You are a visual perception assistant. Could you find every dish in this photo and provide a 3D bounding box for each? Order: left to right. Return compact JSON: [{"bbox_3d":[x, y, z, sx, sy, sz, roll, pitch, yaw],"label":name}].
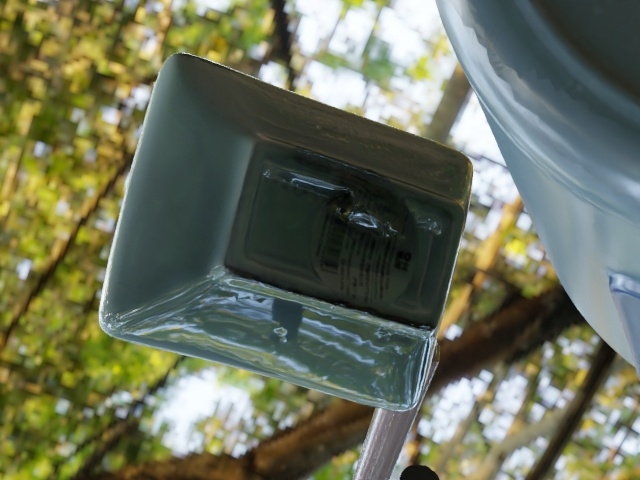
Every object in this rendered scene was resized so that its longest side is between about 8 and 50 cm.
[{"bbox_3d":[0.000,0.000,1.100,0.243,0.182,0.080,17,172,-31],"label":"dish"}]

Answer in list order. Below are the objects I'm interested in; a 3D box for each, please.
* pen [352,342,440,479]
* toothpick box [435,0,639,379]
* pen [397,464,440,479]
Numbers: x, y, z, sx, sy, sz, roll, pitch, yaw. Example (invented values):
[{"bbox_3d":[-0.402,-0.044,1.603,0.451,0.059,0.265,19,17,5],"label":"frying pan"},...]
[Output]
[{"bbox_3d":[0.057,0.120,1.298,0.032,0.197,0.053,20,-165,0],"label":"pen"},{"bbox_3d":[0.174,-0.049,0.644,0.263,0.263,0.354,35,174,20],"label":"toothpick box"},{"bbox_3d":[0.033,0.195,1.058,0.025,0.204,0.025,8,-129,-10],"label":"pen"}]
